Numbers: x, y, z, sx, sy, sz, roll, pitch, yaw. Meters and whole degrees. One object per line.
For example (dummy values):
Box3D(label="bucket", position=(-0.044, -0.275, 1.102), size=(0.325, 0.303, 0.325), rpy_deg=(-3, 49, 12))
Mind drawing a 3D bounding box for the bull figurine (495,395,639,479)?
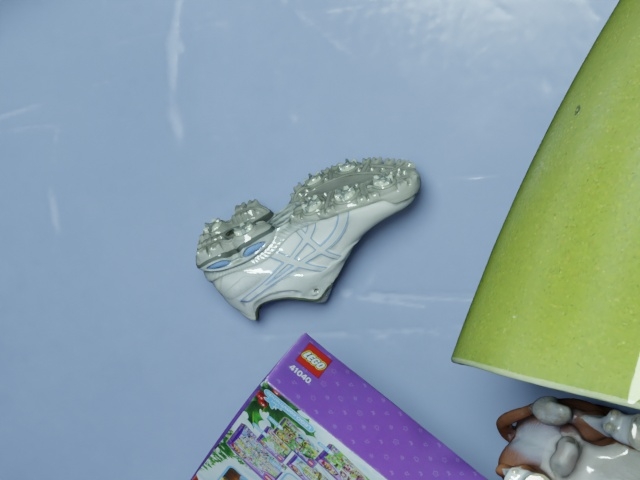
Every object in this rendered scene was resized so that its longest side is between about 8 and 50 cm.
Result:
Box3D(label="bull figurine", position=(0.256, 0.183, 0.771), size=(0.310, 0.188, 0.101), rpy_deg=(18, 81, 14))

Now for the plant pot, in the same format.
Box3D(label="plant pot", position=(0.243, -0.038, 0.706), size=(0.274, 0.275, 0.293), rpy_deg=(12, 86, 10))

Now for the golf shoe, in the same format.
Box3D(label="golf shoe", position=(0.000, 0.000, 0.859), size=(0.176, 0.069, 0.086), rpy_deg=(-21, 115, 18))

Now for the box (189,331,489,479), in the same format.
Box3D(label="box", position=(0.052, 0.218, 0.831), size=(0.293, 0.057, 0.201), rpy_deg=(39, 138, 3))
